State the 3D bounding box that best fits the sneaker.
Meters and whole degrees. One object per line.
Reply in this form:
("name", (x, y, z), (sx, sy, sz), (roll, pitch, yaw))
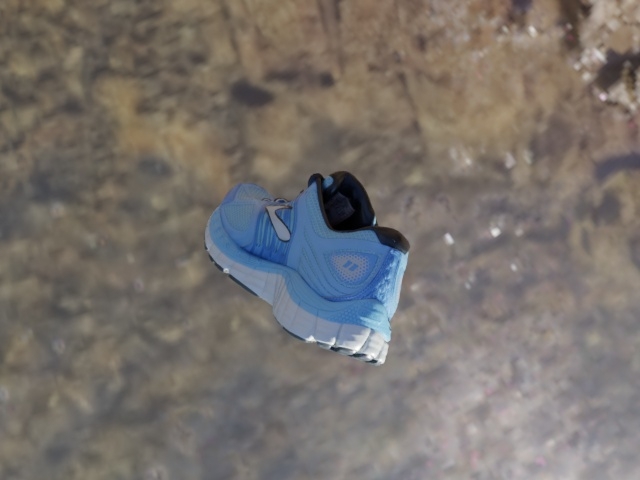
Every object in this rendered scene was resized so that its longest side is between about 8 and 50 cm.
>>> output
("sneaker", (0.000, 0.000, 0.675), (0.063, 0.162, 0.073), (21, 98, -32))
